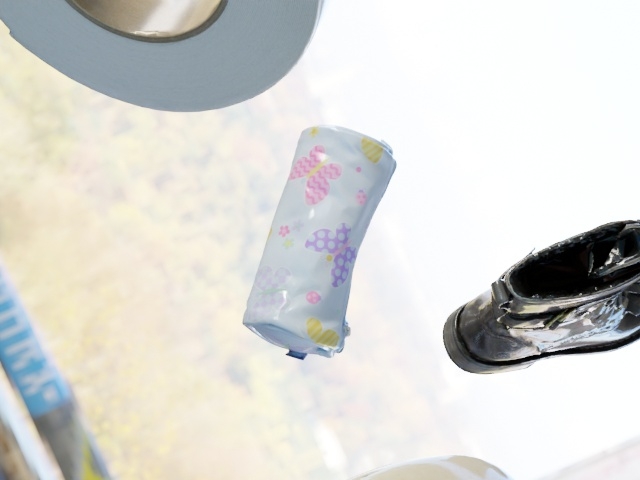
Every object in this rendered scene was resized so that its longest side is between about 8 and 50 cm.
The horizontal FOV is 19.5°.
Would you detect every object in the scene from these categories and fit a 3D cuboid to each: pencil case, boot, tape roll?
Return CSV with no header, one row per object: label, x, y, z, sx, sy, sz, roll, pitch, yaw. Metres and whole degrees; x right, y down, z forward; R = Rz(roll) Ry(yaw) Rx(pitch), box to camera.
pencil case,0.000,0.000,2.188,0.113,0.124,0.273,44,59,-65
boot,0.230,0.034,1.510,0.091,0.263,0.229,66,-19,11
tape roll,-0.172,-0.295,1.798,0.392,0.392,0.072,64,34,-34

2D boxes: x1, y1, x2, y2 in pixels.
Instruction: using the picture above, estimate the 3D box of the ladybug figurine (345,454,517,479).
ladybug figurine,0.004,0.330,1.277,0.162,0.449,0.305,43,-12,44
